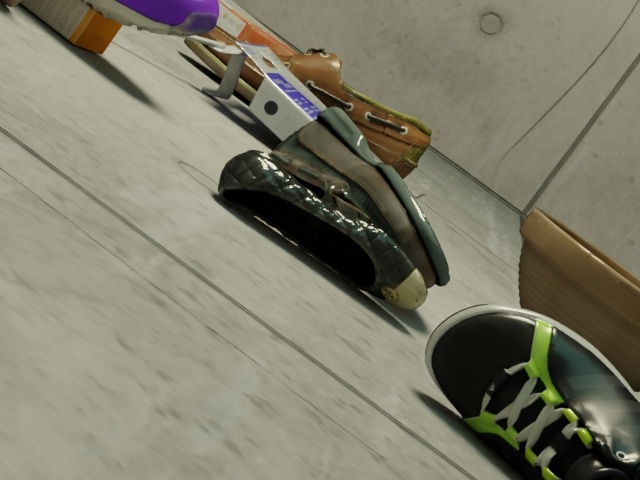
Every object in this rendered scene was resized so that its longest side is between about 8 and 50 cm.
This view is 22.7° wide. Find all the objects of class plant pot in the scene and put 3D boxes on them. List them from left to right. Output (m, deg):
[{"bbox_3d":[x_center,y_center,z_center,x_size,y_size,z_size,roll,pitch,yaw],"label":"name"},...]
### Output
[{"bbox_3d":[0.277,0.078,1.589,0.237,0.110,0.237,36,7,-5],"label":"plant pot"}]

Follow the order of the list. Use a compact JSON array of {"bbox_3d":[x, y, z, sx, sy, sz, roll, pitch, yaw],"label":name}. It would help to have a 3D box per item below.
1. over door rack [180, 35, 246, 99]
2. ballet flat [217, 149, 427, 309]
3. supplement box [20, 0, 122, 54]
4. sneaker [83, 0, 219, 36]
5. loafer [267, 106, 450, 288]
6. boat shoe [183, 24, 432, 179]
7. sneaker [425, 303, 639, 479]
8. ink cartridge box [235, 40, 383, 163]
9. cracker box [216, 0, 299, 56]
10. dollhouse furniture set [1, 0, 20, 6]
[{"bbox_3d":[-0.228,-0.288,1.596,0.239,0.108,0.324,42,10,35],"label":"over door rack"},{"bbox_3d":[0.000,0.000,1.136,0.173,0.057,0.049,35,48,-3],"label":"ballet flat"},{"bbox_3d":[-0.225,-0.205,1.366,0.098,0.036,0.062,38,8,13],"label":"supplement box"},{"bbox_3d":[-0.174,-0.299,1.349,0.102,0.146,0.293,-9,49,-50],"label":"sneaker"},{"bbox_3d":[0.025,-0.022,1.288,0.267,0.084,0.096,-123,-171,-59],"label":"loafer"},{"bbox_3d":[-0.012,-0.176,1.866,0.307,0.104,0.111,35,8,-7],"label":"boat shoe"},{"bbox_3d":[0.156,0.118,0.917,0.234,0.084,0.097,38,9,16],"label":"sneaker"},{"bbox_3d":[-0.012,-0.122,1.676,0.208,0.045,0.206,46,9,1],"label":"ink cartridge box"},{"bbox_3d":[-0.128,-0.290,2.187,0.155,0.067,0.232,29,12,-47],"label":"cracker box"},{"bbox_3d":[-0.337,-0.307,1.293,0.212,0.161,0.242,30,32,-35],"label":"dollhouse furniture set"}]
